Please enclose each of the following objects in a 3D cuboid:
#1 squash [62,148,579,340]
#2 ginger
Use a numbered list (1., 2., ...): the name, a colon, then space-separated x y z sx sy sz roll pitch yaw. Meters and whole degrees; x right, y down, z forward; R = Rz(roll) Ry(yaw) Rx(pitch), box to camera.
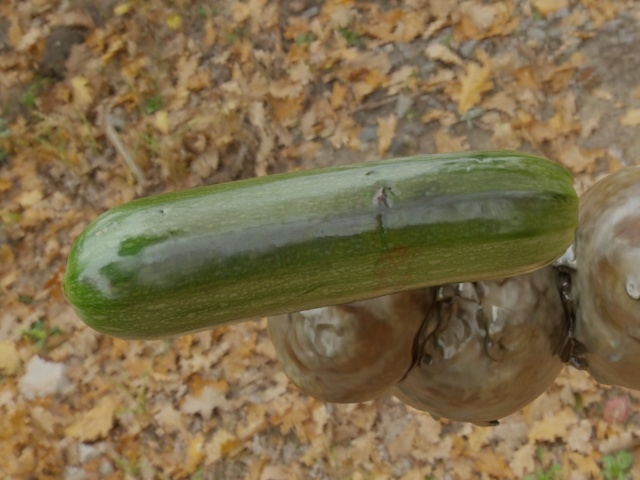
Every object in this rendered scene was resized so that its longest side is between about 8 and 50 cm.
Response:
1. squash: 0.000 0.000 0.448 0.228 0.066 0.066 -8 37 -5
2. ginger: 0.156 0.035 0.677 0.375 0.256 0.176 -5 83 3
